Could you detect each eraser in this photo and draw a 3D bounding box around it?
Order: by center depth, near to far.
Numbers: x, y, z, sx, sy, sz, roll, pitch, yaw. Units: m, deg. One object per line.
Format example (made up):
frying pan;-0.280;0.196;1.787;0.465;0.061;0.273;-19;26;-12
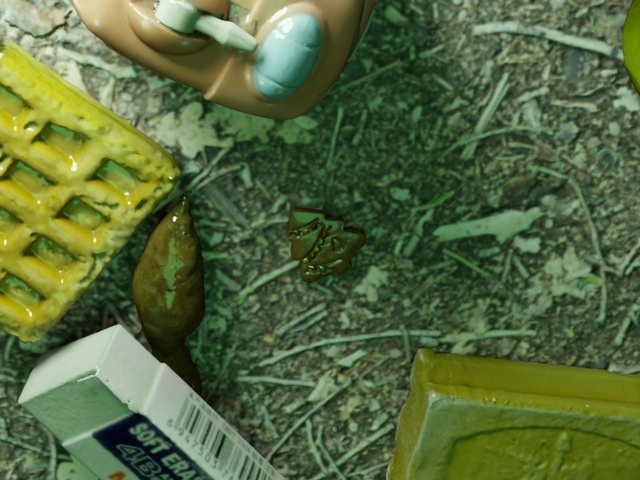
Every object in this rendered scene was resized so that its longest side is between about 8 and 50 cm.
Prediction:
eraser;-0.166;0.214;1.821;0.130;0.086;0.287;-23;122;34

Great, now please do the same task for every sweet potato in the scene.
sweet potato;-0.152;0.074;1.778;0.074;0.075;0.269;-3;124;-5

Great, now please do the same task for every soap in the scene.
soap;0.240;0.233;1.900;0.315;0.091;0.199;7;116;-11

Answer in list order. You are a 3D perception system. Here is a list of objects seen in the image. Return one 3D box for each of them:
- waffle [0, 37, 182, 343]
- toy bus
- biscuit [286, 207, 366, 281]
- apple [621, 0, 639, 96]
waffle;-0.292;-0.045;1.707;0.221;0.055;0.248;36;108;-22
toy bus;-0.082;-0.219;1.541;0.287;0.232;0.194;23;111;-16
biscuit;0.000;0.000;1.787;0.082;0.016;0.092;-33;118;12
apple;0.381;-0.185;1.650;0.196;0.157;0.196;-2;118;-4
